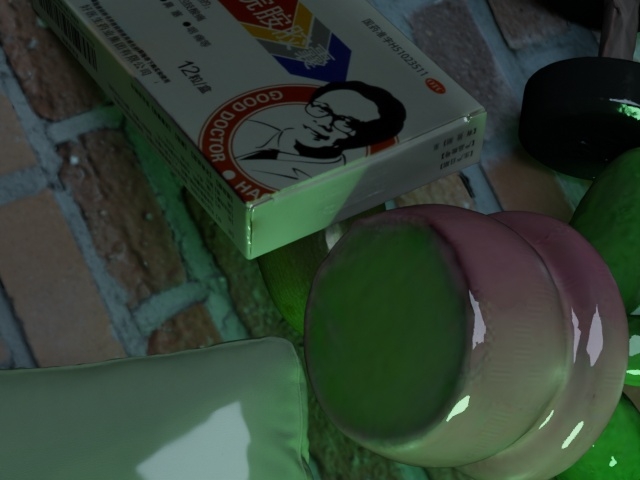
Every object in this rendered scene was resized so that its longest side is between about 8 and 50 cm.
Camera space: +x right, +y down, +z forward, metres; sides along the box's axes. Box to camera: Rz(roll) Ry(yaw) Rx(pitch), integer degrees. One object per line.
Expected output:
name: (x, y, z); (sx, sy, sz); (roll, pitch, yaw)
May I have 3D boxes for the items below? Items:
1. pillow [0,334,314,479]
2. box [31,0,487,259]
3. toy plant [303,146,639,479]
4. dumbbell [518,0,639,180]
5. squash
pillow: (-0.158, 0.207, 1.165); (0.322, 0.120, 0.255); (-8, 77, 0)
box: (-0.059, -0.145, 1.291); (0.214, 0.069, 0.353); (-23, 52, -24)
toy plant: (0.165, 0.059, 1.261); (0.356, 0.210, 0.317); (9, 83, -38)
dumbbell: (0.265, -0.176, 1.457); (0.152, 0.152, 0.218); (16, 68, -13)
squash: (0.000, 0.000, 1.329); (0.123, 0.123, 0.187); (-5, 78, -21)
